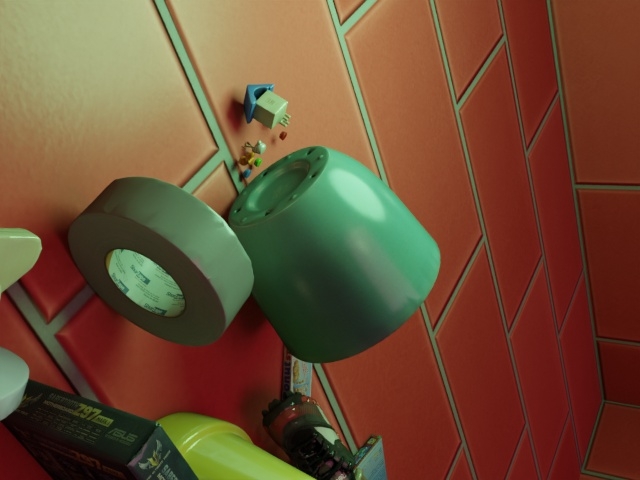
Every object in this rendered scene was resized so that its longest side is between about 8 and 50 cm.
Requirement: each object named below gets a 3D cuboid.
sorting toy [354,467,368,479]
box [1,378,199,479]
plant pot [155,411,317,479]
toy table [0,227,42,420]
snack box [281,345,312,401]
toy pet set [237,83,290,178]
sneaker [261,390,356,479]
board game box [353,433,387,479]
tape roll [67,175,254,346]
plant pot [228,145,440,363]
[{"bbox_3d":[0.042,0.621,1.478,0.307,0.041,0.229,-63,146,-30],"label":"sorting toy"},{"bbox_3d":[-0.237,0.255,0.865,0.059,0.232,0.183,-54,135,-36],"label":"box"},{"bbox_3d":[-0.126,0.383,1.049,0.254,0.239,0.254,-13,106,-56],"label":"plant pot"},{"bbox_3d":[-0.370,0.064,0.660,0.274,0.252,0.161,-7,116,-67],"label":"toy table"},{"bbox_3d":[-0.041,0.237,1.360,0.064,0.022,0.178,-1,95,-56],"label":"snack box"},{"bbox_3d":[-0.102,-0.183,1.203,0.122,0.065,0.114,-52,169,-37],"label":"toy pet set"},{"bbox_3d":[-0.008,0.353,1.290,0.097,0.135,0.276,-35,139,-5],"label":"sneaker"},{"bbox_3d":[0.057,0.530,1.543,0.281,0.027,0.145,-34,121,-51],"label":"board game box"},{"bbox_3d":[-0.191,0.028,0.920,0.072,0.219,0.219,-57,138,-38],"label":"tape roll"},{"bbox_3d":[0.000,0.000,1.170,0.235,0.293,0.293,54,49,-27],"label":"plant pot"}]
